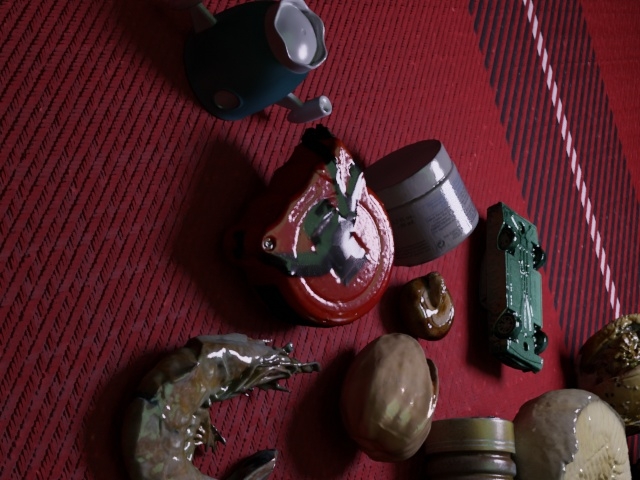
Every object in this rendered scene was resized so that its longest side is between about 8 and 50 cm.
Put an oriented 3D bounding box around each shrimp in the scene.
[{"bbox_3d":[-0.121,0.240,1.374,0.360,0.085,0.247,-20,102,-48],"label":"shrimp"}]

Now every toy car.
[{"bbox_3d":[0.372,0.094,1.988,0.141,0.097,0.320,29,55,-42],"label":"toy car"}]

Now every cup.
[{"bbox_3d":[-0.088,-0.278,1.514,0.300,0.173,0.167,41,50,-34],"label":"cup"}]

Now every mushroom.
[{"bbox_3d":[0.188,0.117,1.769,0.127,0.087,0.127,22,58,-40],"label":"mushroom"}]

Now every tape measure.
[{"bbox_3d":[0.000,0.000,1.524,0.260,0.114,0.253,51,61,-24],"label":"tape measure"}]

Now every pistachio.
[{"bbox_3d":[0.111,0.239,1.586,0.157,0.157,0.229,53,31,-23],"label":"pistachio"}]

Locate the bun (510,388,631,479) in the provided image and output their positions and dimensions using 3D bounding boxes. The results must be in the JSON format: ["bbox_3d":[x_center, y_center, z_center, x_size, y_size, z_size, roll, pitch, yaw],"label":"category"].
[{"bbox_3d":[0.418,0.445,1.836,0.364,0.202,0.364,11,76,-54],"label":"bun"}]

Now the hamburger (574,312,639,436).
[{"bbox_3d":[0.623,0.288,2.132,0.192,0.288,0.167,-7,49,-15],"label":"hamburger"}]

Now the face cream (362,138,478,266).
[{"bbox_3d":[0.160,-0.062,1.728,0.153,0.177,0.177,61,40,-18],"label":"face cream"}]

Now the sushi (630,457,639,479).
[{"bbox_3d":[0.690,0.446,2.122,0.343,0.064,0.359,-15,130,-60],"label":"sushi"}]

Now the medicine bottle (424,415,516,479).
[{"bbox_3d":[0.248,0.459,1.668,0.151,0.151,0.322,21,62,-45],"label":"medicine bottle"}]
